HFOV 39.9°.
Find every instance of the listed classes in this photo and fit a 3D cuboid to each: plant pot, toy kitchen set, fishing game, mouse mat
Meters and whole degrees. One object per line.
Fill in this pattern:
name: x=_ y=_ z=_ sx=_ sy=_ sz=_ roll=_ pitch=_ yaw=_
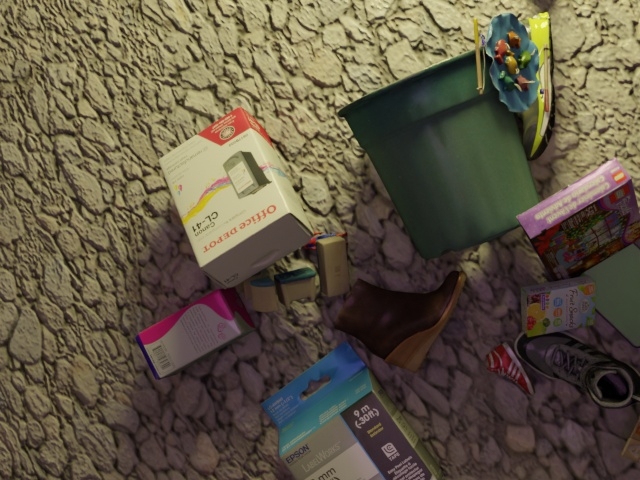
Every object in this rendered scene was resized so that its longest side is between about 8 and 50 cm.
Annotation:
plant pot: x=0.251 y=-0.161 z=1.709 sx=0.341 sy=0.341 sz=0.334 roll=-22 pitch=92 yaw=11
toy kitchen set: x=-0.068 y=0.054 z=1.884 sx=0.207 sy=0.166 sz=0.122 roll=-13 pitch=109 yaw=-21
fishing game: x=0.362 y=-0.329 z=1.614 sx=0.041 sy=0.264 sz=0.189 roll=-6 pitch=82 yaw=42
mouse mat: x=0.623 y=0.102 z=1.773 sx=0.152 sy=0.007 sz=0.189 roll=-46 pitch=79 yaw=8

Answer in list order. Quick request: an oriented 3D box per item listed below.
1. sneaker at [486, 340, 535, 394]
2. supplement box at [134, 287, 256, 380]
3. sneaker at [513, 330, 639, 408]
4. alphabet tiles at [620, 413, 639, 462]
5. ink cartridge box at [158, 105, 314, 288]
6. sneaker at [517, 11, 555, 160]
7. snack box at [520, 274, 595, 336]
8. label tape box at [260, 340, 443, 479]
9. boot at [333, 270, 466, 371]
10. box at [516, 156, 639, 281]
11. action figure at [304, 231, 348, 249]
sneaker: x=0.385 y=0.273 z=1.804 sx=0.067 sy=0.042 sz=0.118 roll=-31 pitch=75 yaw=6
supplement box: x=-0.269 y=0.200 z=1.915 sx=0.220 sy=0.114 sz=0.111 roll=-29 pitch=83 yaw=12
sneaker: x=0.509 y=0.248 z=1.720 sx=0.269 sy=0.153 sz=0.101 roll=23 pitch=94 yaw=12
alphabet tiles: x=0.709 y=0.339 z=1.703 sx=0.198 sy=0.009 sz=0.237 roll=22 pitch=95 yaw=-16
ink cartridge box: x=-0.179 y=-0.091 z=1.835 sx=0.226 sy=0.131 sz=0.306 roll=-32 pitch=57 yaw=9
sneaker: x=0.410 y=-0.307 z=1.784 sx=0.121 sy=0.111 sz=0.299 roll=-2 pitch=81 yaw=19
snack box: x=0.472 y=0.131 z=1.751 sx=0.141 sy=0.037 sz=0.100 roll=-10 pitch=117 yaw=-5
label tape box: x=0.054 y=0.424 z=1.841 sx=0.249 sy=0.115 sz=0.347 roll=-37 pitch=84 yaw=10
boot: x=0.165 y=0.131 z=1.830 sx=0.207 sy=0.090 sz=0.248 roll=31 pitch=99 yaw=9
box: x=0.496 y=-0.025 z=1.658 sx=0.201 sy=0.293 sz=0.057 roll=-33 pitch=60 yaw=10
action figure: x=0.000 y=0.000 z=1.901 sx=0.115 sy=0.030 sz=0.038 roll=-4 pitch=93 yaw=14
